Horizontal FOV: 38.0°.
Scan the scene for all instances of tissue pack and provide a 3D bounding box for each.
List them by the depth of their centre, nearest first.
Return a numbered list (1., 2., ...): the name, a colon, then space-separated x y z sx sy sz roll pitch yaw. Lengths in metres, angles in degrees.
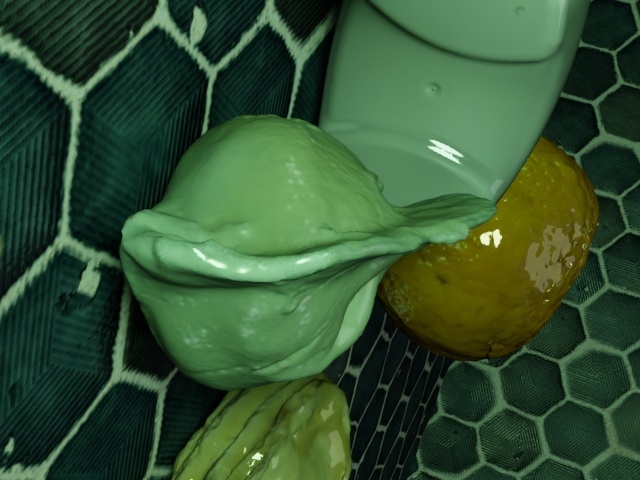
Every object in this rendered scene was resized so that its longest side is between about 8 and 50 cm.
1. tissue pack: 0.134 -0.196 0.928 0.236 0.229 0.333 -61 169 -47

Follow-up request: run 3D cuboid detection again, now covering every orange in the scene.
1. orange: 0.207 -0.006 1.288 0.341 0.293 0.340 -58 176 -7

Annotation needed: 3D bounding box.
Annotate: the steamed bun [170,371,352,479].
1. steamed bun: -0.110 0.319 0.914 0.247 0.189 0.428 61 43 -29

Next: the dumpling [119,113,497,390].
1. dumpling: -0.029 -0.006 0.739 0.270 0.212 0.321 -39 -164 30

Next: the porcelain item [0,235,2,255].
1. porcelain item: -0.210 -0.024 0.358 0.081 0.069 0.216 -53 160 -12
